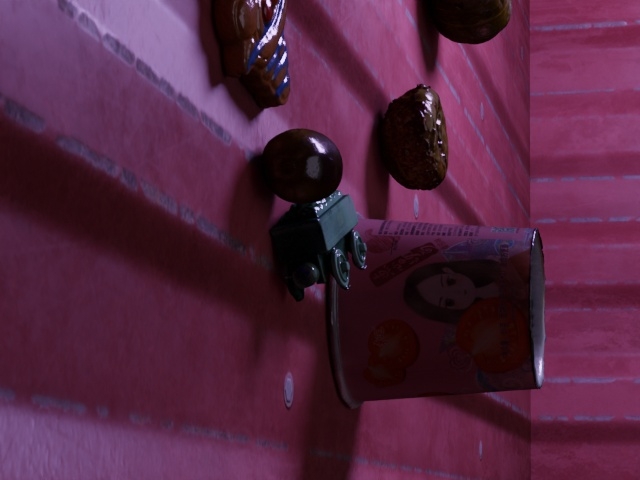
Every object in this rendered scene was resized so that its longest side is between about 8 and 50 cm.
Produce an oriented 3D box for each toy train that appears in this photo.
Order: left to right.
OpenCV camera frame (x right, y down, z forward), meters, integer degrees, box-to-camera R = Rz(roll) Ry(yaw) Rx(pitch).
[{"bbox_3d":[0.000,0.000,1.496,0.172,0.070,0.099,-43,119,-72],"label":"toy train"}]

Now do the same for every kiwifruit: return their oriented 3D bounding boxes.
[{"bbox_3d":[-0.018,-0.073,1.421,0.124,0.075,0.075,-21,109,-71],"label":"kiwifruit"}]

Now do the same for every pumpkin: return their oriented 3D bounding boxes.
[{"bbox_3d":[0.250,-0.419,2.309,0.219,0.162,0.219,-1,90,-80],"label":"pumpkin"}]

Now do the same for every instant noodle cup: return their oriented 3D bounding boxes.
[{"bbox_3d":[0.147,0.083,1.724,0.243,0.231,0.243,0,90,-76],"label":"instant noodle cup"}]

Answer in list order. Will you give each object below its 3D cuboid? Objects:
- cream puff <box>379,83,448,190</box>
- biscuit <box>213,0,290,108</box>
[{"bbox_3d":[0.124,-0.137,1.946,0.149,0.084,0.149,-4,90,-79],"label":"cream puff"},{"bbox_3d":[-0.065,-0.235,1.337,0.280,0.043,0.183,78,15,-45],"label":"biscuit"}]
